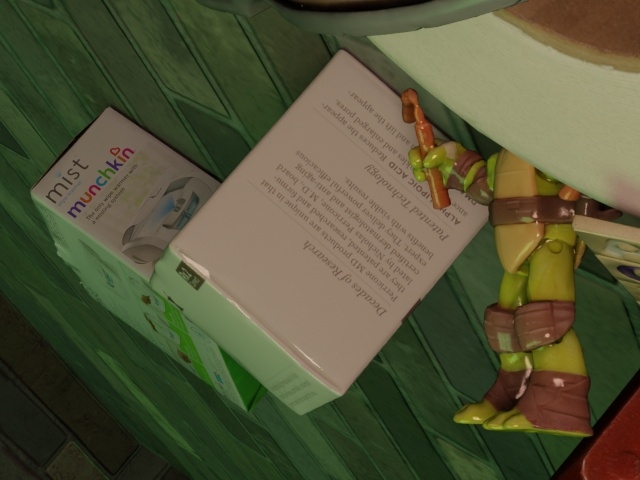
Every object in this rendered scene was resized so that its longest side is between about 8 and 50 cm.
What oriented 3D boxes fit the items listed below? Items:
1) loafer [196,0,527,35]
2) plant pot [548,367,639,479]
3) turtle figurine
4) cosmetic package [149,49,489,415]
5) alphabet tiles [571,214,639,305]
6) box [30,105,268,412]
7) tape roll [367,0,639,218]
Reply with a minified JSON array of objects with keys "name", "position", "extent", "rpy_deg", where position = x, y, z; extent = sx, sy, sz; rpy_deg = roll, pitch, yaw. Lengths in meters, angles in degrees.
[{"name":"loafer","position":[0.006,-0.126,0.543],"extent":[0.267,0.096,0.084],"rpy_deg":[13,138,59]},{"name":"plant pot","position":[0.250,0.173,0.915],"extent":[0.267,0.267,0.236],"rpy_deg":[33,151,22]},{"name":"turtle figurine","position":[0.113,-0.006,0.887],"extent":[0.087,0.217,0.269],"rpy_deg":[3,179,-23]},{"name":"cosmetic package","position":[0.000,0.000,1.102],"extent":[0.151,0.184,0.151],"rpy_deg":[40,165,-1]},{"name":"alphabet tiles","position":[0.242,0.045,0.681],"extent":[0.237,0.009,0.198],"rpy_deg":[14,169,28]},{"name":"box","position":[-0.143,0.027,1.607],"extent":[0.231,0.127,0.262],"rpy_deg":[35,164,21]},{"name":"tape roll","position":[0.088,-0.157,0.552],"extent":[0.392,0.072,0.392],"rpy_deg":[38,159,17]}]
